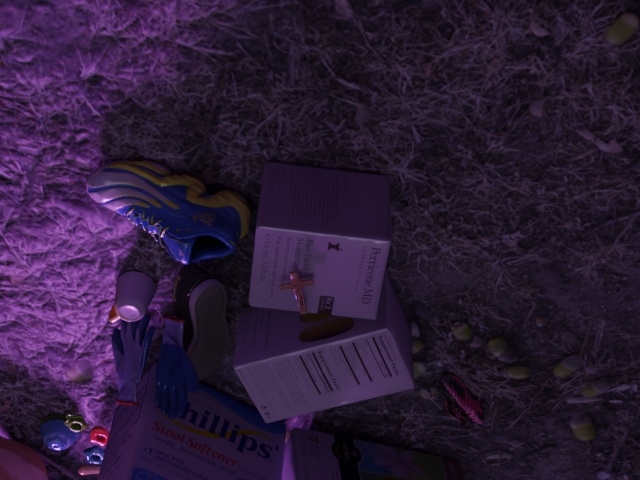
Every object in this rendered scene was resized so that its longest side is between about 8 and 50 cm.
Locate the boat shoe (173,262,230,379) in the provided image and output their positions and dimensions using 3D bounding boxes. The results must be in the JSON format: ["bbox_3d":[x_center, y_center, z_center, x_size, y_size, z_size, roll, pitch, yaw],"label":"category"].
[{"bbox_3d":[-0.190,0.127,1.680,0.081,0.069,0.227,-25,144,-31],"label":"boat shoe"}]

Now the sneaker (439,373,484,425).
[{"bbox_3d":[0.222,0.269,1.784,0.057,0.047,0.119,-20,124,32],"label":"sneaker"}]

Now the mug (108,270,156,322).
[{"bbox_3d":[-0.290,0.097,1.661,0.062,0.064,0.078,12,128,-7],"label":"mug"}]

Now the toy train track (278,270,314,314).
[{"bbox_3d":[-0.030,0.068,1.464,0.048,0.014,0.083,-10,134,3],"label":"toy train track"}]

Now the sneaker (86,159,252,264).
[{"bbox_3d":[-0.216,-0.037,1.513,0.240,0.126,0.091,11,127,-6],"label":"sneaker"}]

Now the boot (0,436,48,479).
[{"bbox_3d":[-0.558,0.480,1.950,0.211,0.104,0.295,-35,123,26],"label":"boot"}]

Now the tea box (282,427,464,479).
[{"bbox_3d":[0.057,0.535,1.851,0.324,0.220,0.329,13,121,-16],"label":"tea box"}]

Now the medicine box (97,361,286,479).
[{"bbox_3d":[-0.209,0.386,1.738,0.264,0.289,0.149,29,124,-18],"label":"medicine box"}]

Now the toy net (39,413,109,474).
[{"bbox_3d":[-0.380,0.374,1.897,0.122,0.045,0.232,-35,120,24],"label":"toy net"}]

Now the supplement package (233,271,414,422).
[{"bbox_3d":[0.008,0.163,1.649,0.244,0.139,0.133,-16,126,13],"label":"supplement package"}]

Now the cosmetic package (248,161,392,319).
[{"bbox_3d":[0.000,0.000,1.513,0.184,0.151,0.151,6,130,-2],"label":"cosmetic package"}]

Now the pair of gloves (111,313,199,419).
[{"bbox_3d":[-0.256,0.188,1.660,0.198,0.023,0.159,4,92,40],"label":"pair of gloves"}]
